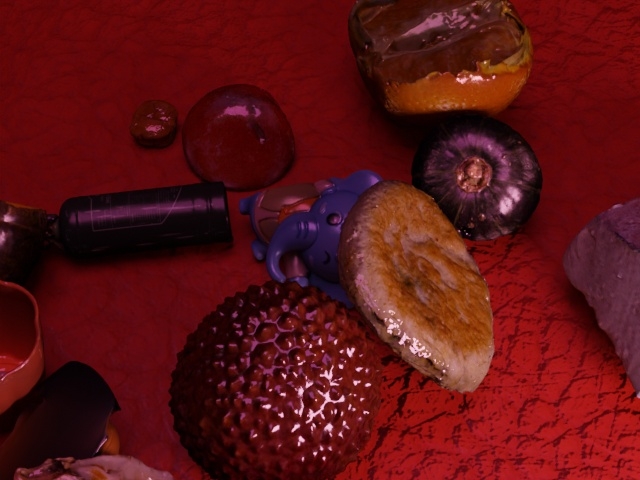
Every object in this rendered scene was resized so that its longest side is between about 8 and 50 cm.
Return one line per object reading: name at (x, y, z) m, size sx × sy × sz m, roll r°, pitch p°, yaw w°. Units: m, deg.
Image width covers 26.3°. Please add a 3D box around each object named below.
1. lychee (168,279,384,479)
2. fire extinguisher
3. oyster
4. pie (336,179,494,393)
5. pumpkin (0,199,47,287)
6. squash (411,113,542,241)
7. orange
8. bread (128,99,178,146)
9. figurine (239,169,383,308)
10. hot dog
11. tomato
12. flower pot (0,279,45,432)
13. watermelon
lychee at (-0.059, 0.194, 1.782) m, size 0.276 × 0.304 × 0.275 m, roll 16°, pitch 26°, yaw -8°
fire extinguisher at (-0.291, -0.028, 2.062) m, size 0.311 × 0.095 × 0.114 m, roll -7°, pitch 17°, yaw -3°
oyster at (-0.209, 0.341, 1.703) m, size 0.341 × 0.110 × 0.166 m, roll 7°, pitch 7°, yaw -24°
pie at (0.133, 0.058, 1.860) m, size 0.071 × 0.323 × 0.323 m, roll -28°, pitch 47°, yaw 31°
pumpkin at (-0.554, -0.010, 2.009) m, size 0.317 × 0.222 × 0.139 m, roll 7°, pitch 82°, yaw 10°
squash at (0.231, -0.092, 2.027) m, size 0.193 × 0.156 × 0.193 m, roll -1°, pitch 88°, yaw 31°
orange at (0.184, -0.292, 2.148) m, size 0.263 × 0.196 × 0.334 m, roll -10°, pitch 45°, yaw -16°
bread at (-0.267, -0.187, 2.201) m, size 0.081 × 0.046 × 0.083 m, roll 35°, pitch 64°, yaw 28°
figurine at (0.002, -0.001, 2.005) m, size 0.262 × 0.154 × 0.180 m, roll -1°, pitch 61°, yaw 24°
hot dog at (-0.378, 0.327, 1.804) m, size 0.326 × 0.107 × 0.194 m, roll -43°, pitch 52°, yaw -14°
tomato at (-0.133, -0.177, 2.152) m, size 0.173 × 0.099 × 0.189 m, roll -15°, pitch 56°, yaw -10°
flower pot at (-0.455, 0.170, 1.876) m, size 0.191 × 0.173 × 0.190 m, roll -3°, pitch 54°, yaw 4°
watermelon at (0.464, 0.037, 1.906) m, size 0.258 × 0.228 × 0.387 m, roll 15°, pitch 50°, yaw 25°
